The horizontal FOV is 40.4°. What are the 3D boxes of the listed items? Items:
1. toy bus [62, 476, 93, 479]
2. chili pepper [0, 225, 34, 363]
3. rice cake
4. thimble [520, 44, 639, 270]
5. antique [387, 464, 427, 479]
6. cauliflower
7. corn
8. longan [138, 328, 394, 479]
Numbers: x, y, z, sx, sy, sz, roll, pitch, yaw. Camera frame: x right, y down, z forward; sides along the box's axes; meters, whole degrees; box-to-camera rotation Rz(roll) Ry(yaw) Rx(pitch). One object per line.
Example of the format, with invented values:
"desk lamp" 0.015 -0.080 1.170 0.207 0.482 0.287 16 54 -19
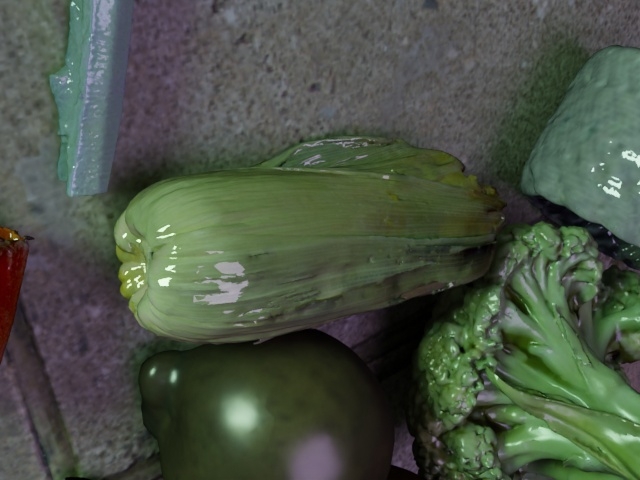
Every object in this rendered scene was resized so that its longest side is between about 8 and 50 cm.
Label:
"toy bus" -0.151 0.246 0.692 0.072 0.057 0.172 -46 134 2
"chili pepper" -0.224 0.048 0.521 0.070 0.073 0.123 17 102 0
"rice cake" -0.139 -0.114 0.527 0.042 0.030 0.180 -7 117 -42
"thimble" 0.309 -0.055 0.803 0.157 0.217 0.245 -56 150 5
"antique" 0.044 0.303 0.739 0.129 0.278 0.223 10 75 -44
"cauliflower" 0.226 0.135 0.796 0.327 0.281 0.260 80 31 -43
"corn" 0.002 -0.002 0.638 0.305 0.123 0.122 -12 118 -35
"longan" -0.047 0.146 0.661 0.204 0.159 0.185 31 105 -8
